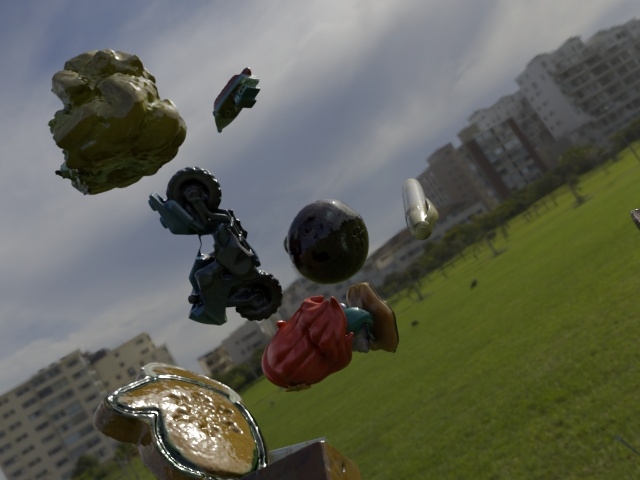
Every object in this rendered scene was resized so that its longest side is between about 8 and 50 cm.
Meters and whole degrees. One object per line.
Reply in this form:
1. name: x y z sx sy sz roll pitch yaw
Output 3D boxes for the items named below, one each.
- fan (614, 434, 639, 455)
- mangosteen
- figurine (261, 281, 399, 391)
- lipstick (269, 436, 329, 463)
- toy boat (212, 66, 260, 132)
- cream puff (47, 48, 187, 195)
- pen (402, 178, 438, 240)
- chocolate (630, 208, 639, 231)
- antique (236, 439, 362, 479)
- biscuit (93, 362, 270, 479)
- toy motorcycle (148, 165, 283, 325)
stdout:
1. fan: 0.511 0.357 0.869 0.010 0.310 0.182 -24 -47 -29
2. mangosteen: 0.004 0.004 1.651 0.216 0.216 0.216 -32 -7 -4
3. figurine: 0.014 0.190 1.364 0.257 0.180 0.208 -22 9 -34
4. lipstick: -0.107 0.406 1.193 0.264 0.059 0.059 -16 -5 7
5. toy boat: -0.194 -0.311 1.527 0.069 0.058 0.173 -6 -28 -47
6. cream puff: -0.287 -0.174 0.941 0.195 0.194 0.221 -29 0 -23
7. pen: 0.123 -0.048 0.853 0.040 0.032 0.233 -43 11 16
8. chocolate: 0.466 -0.023 0.892 0.101 0.064 0.031 -13 -51 -4
9. antique: -0.097 0.354 0.817 0.310 0.087 0.093 -30 -48 15
10. biscuit: -0.224 0.297 1.112 0.057 0.287 0.344 -64 25 10
11. toy motorcycle: -0.267 0.040 1.596 0.232 0.416 0.172 -28 17 3
